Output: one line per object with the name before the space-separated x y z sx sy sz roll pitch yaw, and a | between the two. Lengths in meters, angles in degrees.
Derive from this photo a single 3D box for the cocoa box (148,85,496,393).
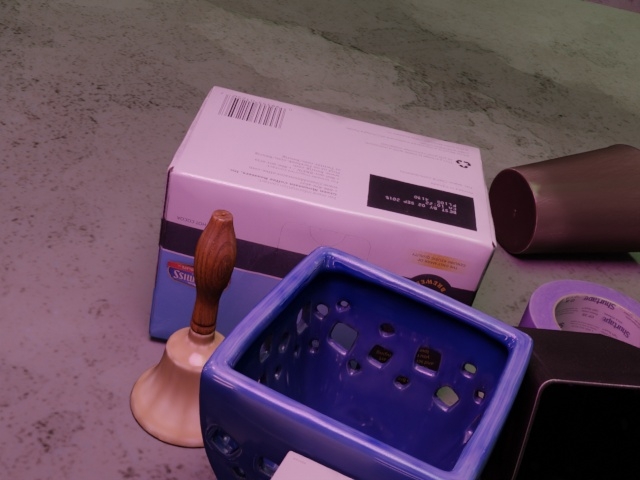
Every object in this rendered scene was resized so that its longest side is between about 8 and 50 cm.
cocoa box | 0.000 0.000 1.053 0.347 0.228 0.231 13 33 -2

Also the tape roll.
tape roll | 0.337 0.136 1.115 0.188 0.080 0.189 10 33 -7

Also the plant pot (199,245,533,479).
plant pot | 0.032 0.176 0.823 0.236 0.212 0.236 24 35 14

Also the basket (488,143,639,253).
basket | 0.382 -0.056 1.356 0.226 0.154 0.204 -6 37 -22

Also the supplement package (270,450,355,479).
supplement package | -0.015 0.275 0.688 0.105 0.179 0.105 22 34 12

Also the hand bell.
hand bell | -0.113 0.076 0.888 0.126 0.242 0.126 10 34 -7

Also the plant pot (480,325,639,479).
plant pot | 0.263 0.187 0.935 0.188 0.188 0.167 6 23 -12
